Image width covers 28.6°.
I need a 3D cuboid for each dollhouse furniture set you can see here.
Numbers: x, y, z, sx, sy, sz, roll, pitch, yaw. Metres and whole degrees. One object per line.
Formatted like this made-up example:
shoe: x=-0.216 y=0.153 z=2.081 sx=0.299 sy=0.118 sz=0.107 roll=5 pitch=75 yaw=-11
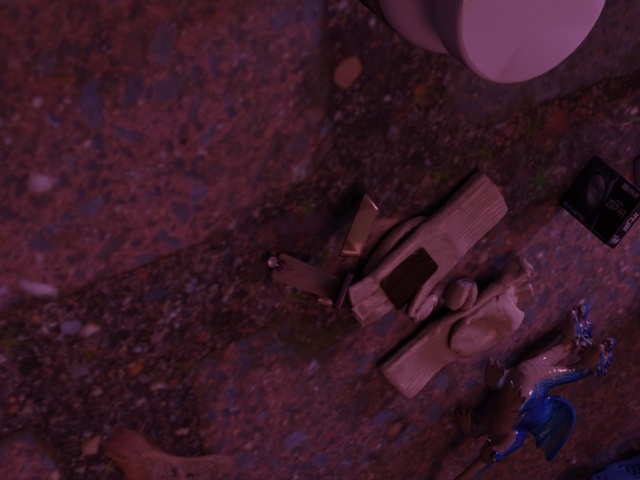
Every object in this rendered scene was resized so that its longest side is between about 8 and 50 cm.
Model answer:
dollhouse furniture set: x=0.000 y=0.000 z=1.224 sx=0.081 sy=0.091 sz=0.114 roll=22 pitch=87 yaw=-1

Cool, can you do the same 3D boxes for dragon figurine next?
dragon figurine: x=0.246 y=0.209 z=1.498 sx=0.144 sy=0.085 sz=0.289 roll=3 pitch=120 yaw=-35

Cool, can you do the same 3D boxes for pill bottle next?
pill bottle: x=0.082 y=-0.229 z=0.913 sx=0.153 sy=0.265 sz=0.153 roll=-18 pitch=131 yaw=-21

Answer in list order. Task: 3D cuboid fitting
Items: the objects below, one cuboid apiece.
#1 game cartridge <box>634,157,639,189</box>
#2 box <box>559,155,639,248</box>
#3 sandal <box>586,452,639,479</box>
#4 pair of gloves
game cartridge: x=0.382 y=-0.074 z=1.416 sx=0.056 sy=0.017 sz=0.083 roll=-38 pitch=136 yaw=-7
box: x=0.303 y=-0.041 z=1.340 sx=0.018 sy=0.083 sz=0.067 roll=22 pitch=110 yaw=-44
sandal: x=0.479 y=0.305 z=1.717 sx=0.317 sy=0.126 sz=0.138 roll=-18 pitch=129 yaw=-33
pair of gloves: x=0.136 y=0.060 z=1.339 sx=0.204 sy=0.042 sz=0.240 roll=-35 pitch=137 yaw=-6
